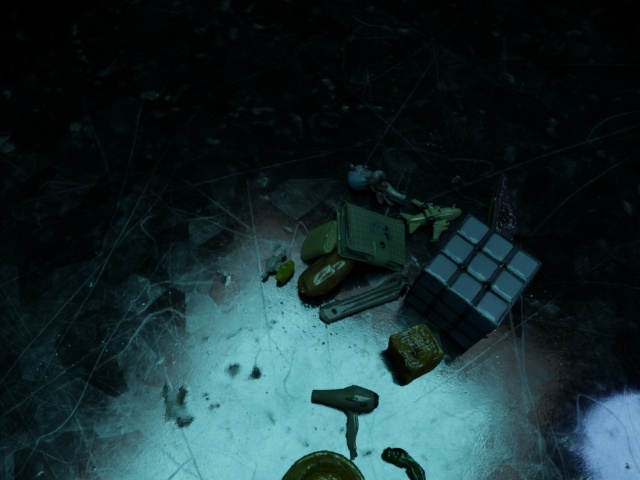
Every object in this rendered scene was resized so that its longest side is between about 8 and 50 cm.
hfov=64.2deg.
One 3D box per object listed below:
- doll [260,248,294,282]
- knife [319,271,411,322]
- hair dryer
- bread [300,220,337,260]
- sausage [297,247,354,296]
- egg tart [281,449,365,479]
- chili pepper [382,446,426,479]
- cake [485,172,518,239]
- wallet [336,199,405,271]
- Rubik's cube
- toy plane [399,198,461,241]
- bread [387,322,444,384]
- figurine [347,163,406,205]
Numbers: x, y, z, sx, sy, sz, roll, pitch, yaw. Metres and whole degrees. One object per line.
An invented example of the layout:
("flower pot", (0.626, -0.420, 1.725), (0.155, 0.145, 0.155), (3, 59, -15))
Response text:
("doll", (-0.164, 0.103, 1.907), (0.135, 0.071, 0.113), (-28, 60, -11))
("knife", (0.164, 0.212, 1.879), (0.365, 0.043, 0.089), (-21, 66, -11))
("hair dryer", (0.060, 0.572, 1.687), (0.219, 0.088, 0.224), (22, 79, 16))
("bread", (0.000, -0.001, 1.901), (0.060, 0.178, 0.139), (36, 62, -20))
("sausage", (0.021, 0.120, 1.870), (0.241, 0.136, 0.120), (-39, 78, -15))
("egg tart", (0.016, 0.796, 1.529), (0.319, 0.128, 0.318), (2, 62, -4))
("chili pepper", (0.279, 0.727, 1.620), (0.073, 0.050, 0.182), (-35, 72, -26))
("cake", (0.726, -0.126, 2.035), (0.113, 0.116, 0.295), (10, 66, -2))
("wallet", (0.198, -0.014, 1.894), (0.310, 0.077, 0.223), (16, 57, -36))
("Rubik's cube", (0.522, 0.148, 1.780), (0.301, 0.305, 0.304), (39, 69, 16))
("toy plane", (0.447, -0.095, 2.020), (0.244, 0.092, 0.229), (-15, 51, -7))
("bread", (0.326, 0.384, 1.743), (0.158, 0.143, 0.149), (-17, 60, -11))
("figurine", (0.220, -0.218, 2.035), (0.260, 0.205, 0.102), (31, 90, 9))
